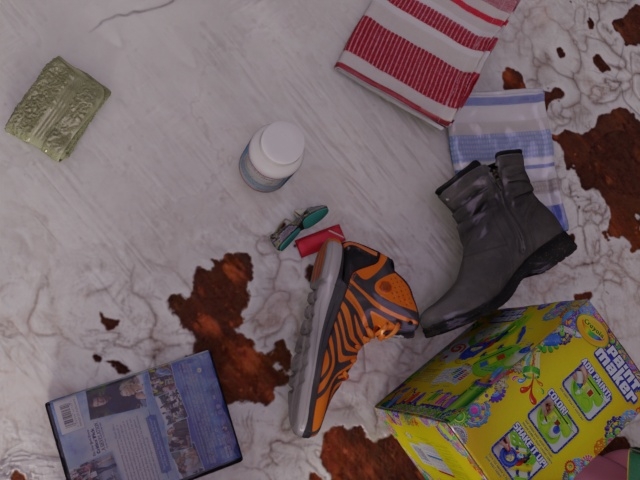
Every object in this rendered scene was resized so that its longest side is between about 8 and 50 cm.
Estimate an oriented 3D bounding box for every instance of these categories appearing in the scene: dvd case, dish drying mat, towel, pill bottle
[{"bbox_3d":[-0.262,0.289,1.081,0.253,0.022,0.180,-16,87,-17],"label":"dvd case"},{"bbox_3d":[0.000,0.000,1.205,0.083,0.008,0.032,-21,88,-17],"label":"dish drying mat"},{"bbox_3d":[0.340,-0.140,1.308,0.209,0.034,0.284,-5,83,-15],"label":"towel"},{"bbox_3d":[-0.410,-0.206,1.118,0.110,0.027,0.148,31,75,-8],"label":"towel"},{"bbox_3d":[0.201,-0.385,1.292,0.237,0.037,0.328,29,75,1],"label":"towel"},{"bbox_3d":[-0.075,-0.133,1.127,0.087,0.160,0.087,3,80,-15],"label":"pill bottle"}]

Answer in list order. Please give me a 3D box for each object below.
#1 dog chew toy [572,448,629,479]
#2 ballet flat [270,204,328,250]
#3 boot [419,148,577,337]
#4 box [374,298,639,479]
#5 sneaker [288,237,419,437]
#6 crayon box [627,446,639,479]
[{"bbox_3d":[0.504,0.439,1.178,0.332,0.207,0.206,-5,82,-23],"label":"dog chew toy"},{"bbox_3d":[-0.039,-0.030,1.186,0.114,0.041,0.041,-40,93,-18],"label":"ballet flat"},{"bbox_3d":[0.252,0.000,1.209,0.338,0.118,0.222,-32,88,-26],"label":"boot"},{"bbox_3d":[0.279,0.245,1.094,0.279,0.290,0.177,-36,92,-17],"label":"box"},{"bbox_3d":[0.060,0.163,1.135,0.180,0.124,0.320,16,77,-11],"label":"sneaker"},{"bbox_3d":[0.536,0.460,1.043,0.203,0.083,0.322,2,91,-32],"label":"crayon box"}]
